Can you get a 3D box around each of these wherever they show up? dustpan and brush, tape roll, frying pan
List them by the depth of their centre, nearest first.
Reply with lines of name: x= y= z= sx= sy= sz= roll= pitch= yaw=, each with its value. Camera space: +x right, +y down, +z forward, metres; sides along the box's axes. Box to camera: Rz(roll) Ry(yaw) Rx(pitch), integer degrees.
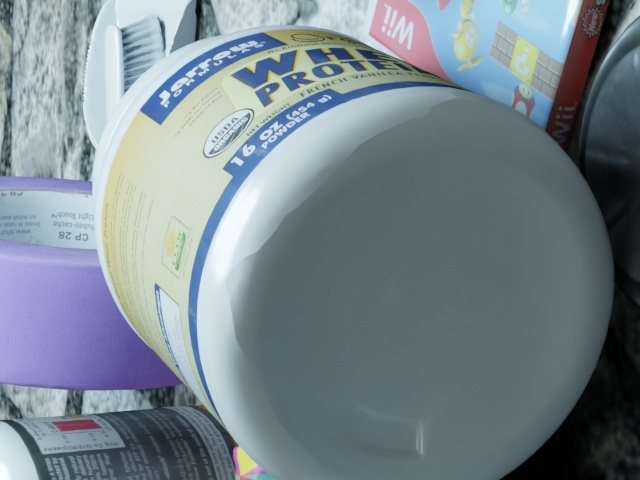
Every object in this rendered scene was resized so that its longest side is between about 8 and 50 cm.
frying pan: x=0.226 y=-0.025 z=0.969 sx=0.326 sy=0.053 sz=0.197 roll=26 pitch=114 yaw=58
tape roll: x=-0.185 y=0.025 z=1.413 sx=0.275 sy=0.275 sz=0.090 roll=24 pitch=111 yaw=56
dustpan and brush: x=-0.157 y=-0.096 z=1.567 sx=0.147 sy=0.060 sz=0.211 roll=11 pitch=100 yaw=58

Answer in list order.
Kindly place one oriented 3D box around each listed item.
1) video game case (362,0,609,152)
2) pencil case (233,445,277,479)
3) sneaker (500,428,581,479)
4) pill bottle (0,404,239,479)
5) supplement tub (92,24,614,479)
video game case: x=0.114 y=-0.213 z=1.157 sx=0.204 sy=0.025 sz=0.285 roll=44 pitch=127 yaw=49
pencil case: x=0.003 y=0.236 z=1.294 sx=0.104 sy=0.104 sz=0.236 roll=-19 pitch=73 yaw=57
sneaker: x=0.104 y=0.152 z=1.120 sx=0.283 sy=0.107 sz=0.124 roll=24 pitch=105 yaw=56
pill bottle: x=-0.178 y=0.203 z=1.407 sx=0.162 sy=0.278 sz=0.162 roll=2 pitch=92 yaw=58
supplement tub: x=0.000 y=0.000 z=1.135 sx=0.316 sy=0.228 sz=0.228 roll=-145 pitch=59 yaw=-64
